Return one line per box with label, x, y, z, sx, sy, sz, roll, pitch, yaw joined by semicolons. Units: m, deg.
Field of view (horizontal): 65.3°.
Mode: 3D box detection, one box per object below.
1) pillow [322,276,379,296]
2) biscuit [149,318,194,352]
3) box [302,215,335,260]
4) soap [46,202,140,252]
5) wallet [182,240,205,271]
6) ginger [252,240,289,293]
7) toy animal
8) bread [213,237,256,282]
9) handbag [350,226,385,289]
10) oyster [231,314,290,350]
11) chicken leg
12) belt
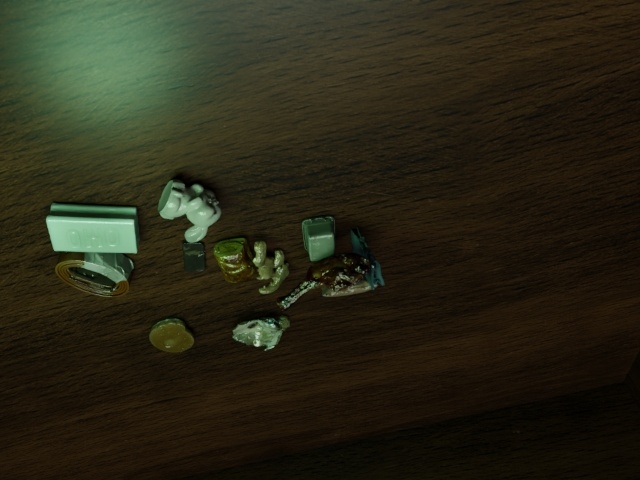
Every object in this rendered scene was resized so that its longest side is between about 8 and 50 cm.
pillow;0.093;0.158;1.965;0.223;0.236;0.084;-7;104;-11
biscuit;-0.650;0.416;2.190;0.180;0.049;0.208;-19;135;8
box;0.000;0.000;1.858;0.123;0.093;0.172;-9;136;-2
soap;-0.755;-0.038;1.678;0.265;0.088;0.160;2;134;-13
wallet;-0.476;0.061;1.883;0.082;0.018;0.157;1;134;-12
ginger;-0.193;0.085;1.914;0.149;0.065;0.259;-35;136;-27
toy animal;-0.436;-0.104;1.644;0.178;0.128;0.193;-37;131;28
bread;-0.318;0.077;1.868;0.131;0.103;0.172;-11;141;1
handbag;0.171;0.065;1.865;0.057;0.221;0.144;-19;135;-4
oyster;-0.272;0.398;2.223;0.222;0.083;0.214;24;123;-24
chicken leg;0.011;0.147;1.832;0.406;0.158;0.096;-25;129;25
belt;-0.809;0.105;1.805;0.261;0.105;0.184;27;127;-29
